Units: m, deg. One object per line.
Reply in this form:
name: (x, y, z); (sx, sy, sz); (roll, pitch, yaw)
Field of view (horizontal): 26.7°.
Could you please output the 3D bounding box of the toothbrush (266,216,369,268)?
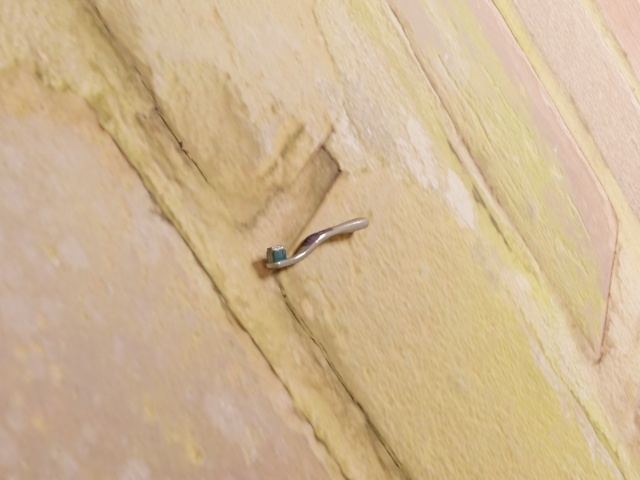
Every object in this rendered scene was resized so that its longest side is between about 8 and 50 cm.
toothbrush: (0.000, 0.000, 0.760); (0.131, 0.011, 0.013); (-22, 108, -64)
